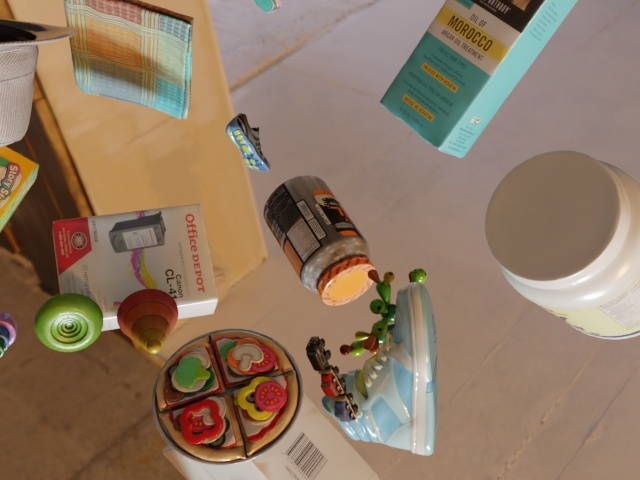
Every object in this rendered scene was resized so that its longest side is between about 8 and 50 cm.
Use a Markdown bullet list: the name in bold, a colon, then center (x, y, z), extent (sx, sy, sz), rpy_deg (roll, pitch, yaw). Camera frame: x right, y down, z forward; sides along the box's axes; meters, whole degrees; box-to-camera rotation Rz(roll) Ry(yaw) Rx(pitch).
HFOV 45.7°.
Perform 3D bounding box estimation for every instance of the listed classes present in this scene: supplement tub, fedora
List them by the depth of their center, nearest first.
- **fedora**: center (-0.395, -0.162, 0.781), extent (0.276, 0.124, 0.243), rpy_deg (6, -158, 0)
- **supplement tub**: center (0.418, 0.012, 1.186), extent (0.235, 0.325, 0.235), rpy_deg (-16, -117, 34)
- **supplement tub**: center (0.000, 0.000, 1.925), extent (0.194, 0.193, 0.316), rpy_deg (-23, -124, -15)

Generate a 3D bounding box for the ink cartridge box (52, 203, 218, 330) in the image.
- **ink cartridge box**: center (-0.385, 0.058, 1.586), extent (0.306, 0.131, 0.226), rpy_deg (-9, -104, -14)

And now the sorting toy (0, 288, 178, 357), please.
- **sorting toy**: center (-0.441, 0.180, 1.414), extent (0.366, 0.127, 0.126), rpy_deg (-3, -152, -18)

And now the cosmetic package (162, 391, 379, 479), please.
- **cosmetic package**: center (-0.078, 0.330, 1.118), extent (0.225, 0.224, 0.138), rpy_deg (-33, -171, 49)

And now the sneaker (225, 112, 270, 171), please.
- **sneaker**: center (-0.167, -0.239, 1.884), extent (0.067, 0.188, 0.078), rpy_deg (11, -122, 33)

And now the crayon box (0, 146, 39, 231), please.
- **crayon box**: center (-0.580, -0.040, 1.163), extent (0.165, 0.081, 0.278), rpy_deg (31, -114, -14)

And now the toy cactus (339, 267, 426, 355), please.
- **toy cactus**: center (0.140, 0.145, 1.480), extent (0.112, 0.180, 0.219), rpy_deg (36, -83, 42)

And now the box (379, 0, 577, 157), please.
- **box**: center (0.175, -0.216, 0.803), extent (0.100, 0.244, 0.060), rpy_deg (44, -159, 29)

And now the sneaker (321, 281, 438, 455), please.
- **sneaker**: center (0.100, 0.227, 1.342), extent (0.208, 0.318, 0.127), rpy_deg (1, -167, 15)

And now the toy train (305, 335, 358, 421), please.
- **toy train**: center (0.017, 0.210, 1.113), extent (0.027, 0.158, 0.036), rpy_deg (-8, -151, 34)

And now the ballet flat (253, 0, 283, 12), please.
- **ballet flat**: center (-0.163, -0.589, 1.633), extent (0.077, 0.221, 0.079), rpy_deg (-25, -150, 48)

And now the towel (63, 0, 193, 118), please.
- **towel**: center (-0.408, -0.395, 1.629), extent (0.272, 0.370, 0.040), rpy_deg (15, -113, -6)

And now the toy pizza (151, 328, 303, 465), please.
- **toy pizza**: center (-0.123, 0.197, 1.001), extent (0.201, 0.032, 0.201), rpy_deg (-1, -129, 1)
